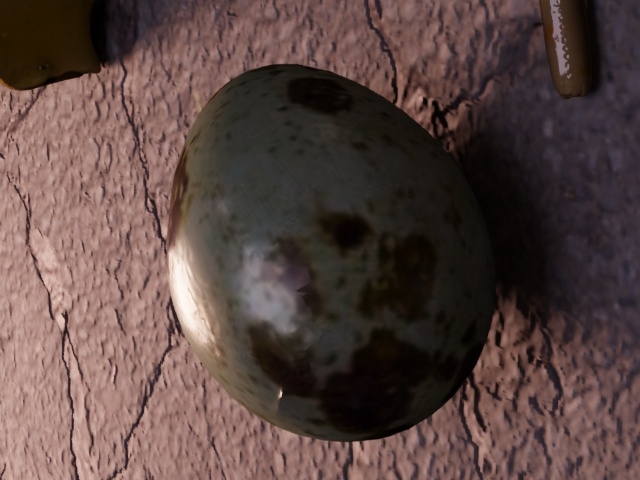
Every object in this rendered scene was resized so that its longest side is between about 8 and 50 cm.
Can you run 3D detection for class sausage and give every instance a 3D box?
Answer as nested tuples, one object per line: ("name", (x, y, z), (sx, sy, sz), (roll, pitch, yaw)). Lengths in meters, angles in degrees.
("sausage", (0.119, -0.137, 0.899), (0.024, 0.024, 0.132), (-11, 85, 52))

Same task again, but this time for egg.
("egg", (0.000, 0.000, 0.953), (0.169, 0.169, 0.231), (-57, 41, 39))

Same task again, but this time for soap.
("soap", (-0.268, -0.159, 1.295), (0.233, 0.135, 0.076), (17, 108, 48))
